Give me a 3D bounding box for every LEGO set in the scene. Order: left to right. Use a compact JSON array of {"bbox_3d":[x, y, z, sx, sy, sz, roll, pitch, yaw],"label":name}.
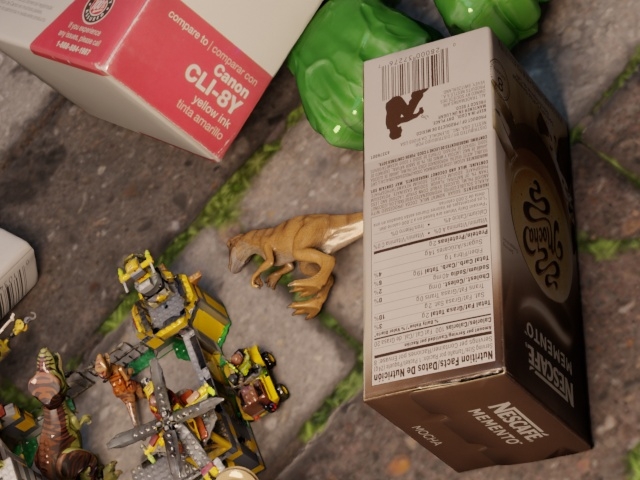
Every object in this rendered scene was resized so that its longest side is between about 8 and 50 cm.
[{"bbox_3d":[-0.214,0.150,1.598,0.331,0.192,0.255,-27,54,17],"label":"LEGO set"}]

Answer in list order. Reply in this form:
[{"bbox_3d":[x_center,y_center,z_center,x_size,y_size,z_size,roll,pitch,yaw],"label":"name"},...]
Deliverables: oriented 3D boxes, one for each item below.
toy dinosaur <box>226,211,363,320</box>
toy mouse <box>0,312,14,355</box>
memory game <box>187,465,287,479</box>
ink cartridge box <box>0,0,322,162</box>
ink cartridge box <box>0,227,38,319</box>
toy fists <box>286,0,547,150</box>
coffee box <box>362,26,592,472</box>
[{"bbox_3d":[0.000,0.000,1.632,0.211,0.064,0.112,-14,57,24],"label":"toy dinosaur"},{"bbox_3d":[-0.320,0.128,1.627,0.161,0.031,0.143,-45,18,13],"label":"toy mouse"},{"bbox_3d":[-0.059,0.264,1.476,0.186,0.012,0.186,2,104,7],"label":"memory game"},{"bbox_3d":[-0.106,-0.292,1.753,0.279,0.160,0.385,22,78,55],"label":"ink cartridge box"},{"bbox_3d":[-0.489,0.057,1.766,0.330,0.071,0.324,26,54,23],"label":"ink cartridge box"},{"bbox_3d":[0.099,-0.188,1.654,0.279,0.096,0.142,-40,36,7],"label":"toy fists"},{"bbox_3d":[0.120,0.010,1.487,0.119,0.168,0.297,-14,59,25],"label":"coffee box"}]
